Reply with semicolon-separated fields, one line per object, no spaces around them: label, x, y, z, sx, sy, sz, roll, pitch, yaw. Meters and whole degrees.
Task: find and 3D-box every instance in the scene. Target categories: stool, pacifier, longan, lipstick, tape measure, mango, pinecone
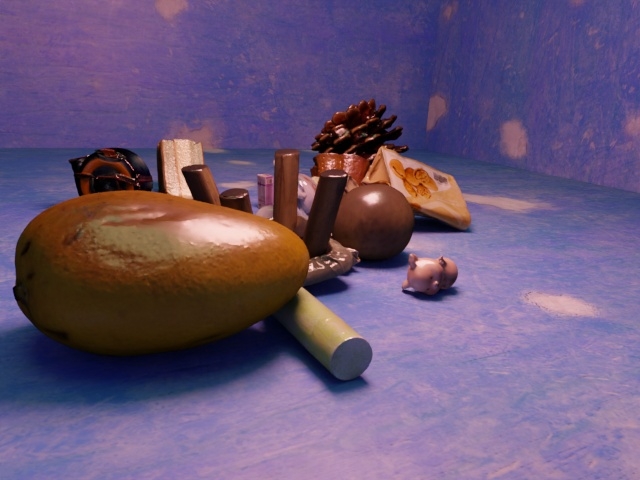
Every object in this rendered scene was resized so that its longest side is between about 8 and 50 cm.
stool;-0.118;-0.047;1.135;0.310;0.226;0.310;-14;25;-27
pacifier;-0.112;-0.117;1.607;0.207;0.227;0.279;-36;8;11
longan;0.134;-0.045;1.318;0.220;0.196;0.196;7;11;-37
lipstick;-0.026;0.128;0.886;0.076;0.076;0.304;-5;18;-27
tape measure;-0.606;-0.168;1.560;0.223;0.202;0.135;-8;15;13
mango;-0.235;0.044;0.842;0.445;0.220;0.301;-1;29;-16
pinecone;0.179;-0.365;2.196;0.397;0.398;0.398;3;16;-1

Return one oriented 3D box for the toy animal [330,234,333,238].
toy animal;0.078;-0.063;1.549;0.157;0.097;0.312;8;17;-6

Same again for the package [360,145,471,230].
package;0.285;-0.127;1.683;0.311;0.165;0.221;15;45;-26

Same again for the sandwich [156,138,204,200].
sandwich;-0.495;-0.260;1.907;0.155;0.198;0.227;-3;17;-24

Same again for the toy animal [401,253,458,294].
toy animal;0.236;0.073;1.131;0.150;0.083;0.089;6;-2;-38

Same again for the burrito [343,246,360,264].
burrito;-0.009;0.017;1.307;0.082;0.059;0.275;-18;26;-37

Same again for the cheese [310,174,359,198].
cheese;-0.004;-0.150;1.773;0.286;0.163;0.082;-4;50;35

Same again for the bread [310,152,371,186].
bread;0.085;-0.212;1.879;0.246;0.135;0.232;10;-16;-8

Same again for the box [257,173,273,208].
box;-0.183;-0.161;1.779;0.036;0.117;0.050;-15;26;-39
